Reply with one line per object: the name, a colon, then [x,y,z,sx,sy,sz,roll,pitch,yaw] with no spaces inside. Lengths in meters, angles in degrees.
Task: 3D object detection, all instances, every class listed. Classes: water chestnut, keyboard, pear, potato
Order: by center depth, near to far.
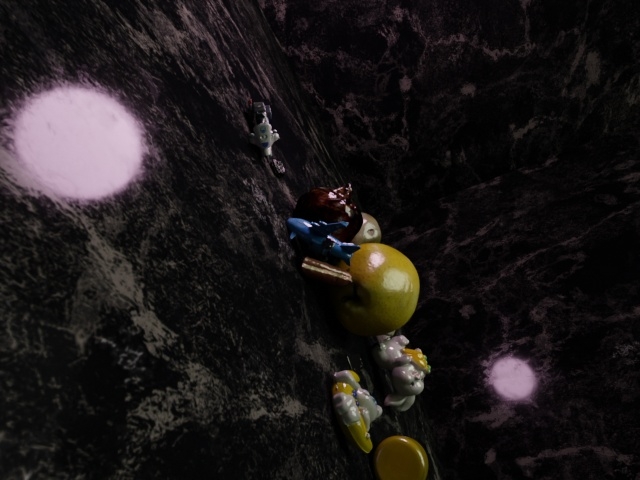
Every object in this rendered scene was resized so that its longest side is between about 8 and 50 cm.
water chestnut: [0.044,-0.087,1.574,0.289,0.245,0.288,-21,90,-84]
pear: [0.209,0.192,1.580,0.418,0.363,0.362,-16,85,-60]
keyboard: [0.139,0.484,1.591,0.198,0.010,0.063,35,35,-67]
potato: [0.139,-0.012,1.817,0.326,0.221,0.242,-168,-99,-64]

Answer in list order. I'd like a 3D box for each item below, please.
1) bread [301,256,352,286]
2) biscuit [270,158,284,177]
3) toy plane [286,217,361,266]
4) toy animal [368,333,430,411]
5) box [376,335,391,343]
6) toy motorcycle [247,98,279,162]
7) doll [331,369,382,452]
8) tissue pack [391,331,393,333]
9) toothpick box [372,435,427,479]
bread: [0.007,0.114,1.413,0.119,0.193,0.067,-12,-120,69]
biscuit: [-0.163,-0.278,1.518,0.089,0.027,0.087,56,19,-44]
toy plane: [0.000,0.000,1.404,0.254,0.272,0.105,113,-1,-51]
toy animal: [0.364,0.604,1.857,0.183,0.247,0.309,12,41,-55]
box: [0.352,0.519,2.247,0.168,0.071,0.259,-30,98,-77]
toy motorcycle: [-0.203,-0.392,1.405,0.150,0.102,0.221,92,-13,-68]
doll: [0.114,0.510,1.235,0.252,0.111,0.237,57,14,-10]
tissue pack: [0.257,0.371,1.897,0.090,0.186,0.222,-61,152,-10]
toothpick box: [0.292,0.778,1.406,0.271,0.175,0.174,52,21,-60]
